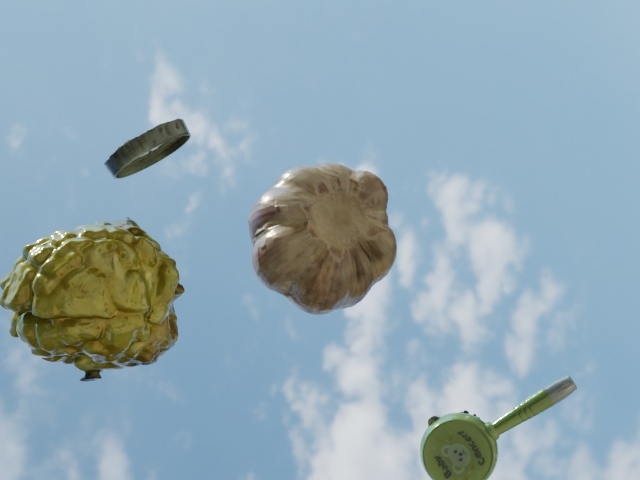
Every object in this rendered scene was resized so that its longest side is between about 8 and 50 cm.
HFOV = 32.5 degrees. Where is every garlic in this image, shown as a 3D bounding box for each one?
[{"bbox_3d":[0.000,0.000,1.063,0.147,0.102,0.159,25,-122,-13],"label":"garlic"}]

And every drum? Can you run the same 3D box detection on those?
[{"bbox_3d":[0.252,0.265,1.640,0.130,0.253,0.049,42,-173,5],"label":"drum"}]

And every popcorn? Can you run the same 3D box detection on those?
[{"bbox_3d":[-0.210,0.059,1.022,0.173,0.173,0.142,-5,-114,-48],"label":"popcorn"}]

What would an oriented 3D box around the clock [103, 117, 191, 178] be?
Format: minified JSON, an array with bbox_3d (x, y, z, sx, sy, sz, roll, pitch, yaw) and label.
[{"bbox_3d":[-0.157,-0.083,1.004,0.085,0.085,0.017,-28,-93,-49],"label":"clock"}]
